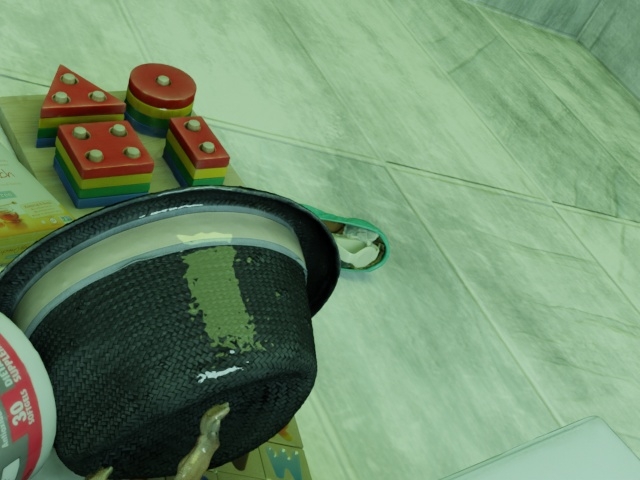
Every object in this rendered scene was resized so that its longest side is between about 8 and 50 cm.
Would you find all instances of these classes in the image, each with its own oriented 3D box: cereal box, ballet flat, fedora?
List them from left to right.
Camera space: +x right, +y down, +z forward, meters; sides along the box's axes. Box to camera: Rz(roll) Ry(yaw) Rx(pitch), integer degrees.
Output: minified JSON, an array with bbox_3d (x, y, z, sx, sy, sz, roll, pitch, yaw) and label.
[{"bbox_3d":[-0.405,-0.065,1.277,0.240,0.047,0.173,42,29,21],"label":"cereal box"},{"bbox_3d":[-0.125,0.102,0.977,0.334,0.334,0.153,8,45,-36],"label":"fedora"},{"bbox_3d":[0.000,0.000,1.519,0.247,0.083,0.087,5,15,-42],"label":"ballet flat"}]

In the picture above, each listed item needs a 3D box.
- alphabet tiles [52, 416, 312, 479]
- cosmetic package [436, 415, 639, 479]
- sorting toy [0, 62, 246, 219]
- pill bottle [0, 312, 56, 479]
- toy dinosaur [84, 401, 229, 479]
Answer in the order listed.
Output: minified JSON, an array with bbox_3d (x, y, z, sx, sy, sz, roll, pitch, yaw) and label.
[{"bbox_3d":[-0.153,0.153,1.203,0.285,0.011,0.343,16,31,-26],"label":"alphabet tiles"},{"bbox_3d":[0.125,0.385,0.685,0.327,0.329,0.394,-14,50,-36],"label":"cosmetic package"},{"bbox_3d":[-0.243,-0.132,1.445,0.257,0.089,0.255,-8,44,-31],"label":"sorting toy"},{"bbox_3d":[-0.348,0.166,0.808,0.176,0.176,0.318,36,28,11],"label":"pill bottle"},{"bbox_3d":[-0.104,0.267,0.880,0.200,0.127,0.296,59,38,-15],"label":"toy dinosaur"}]
